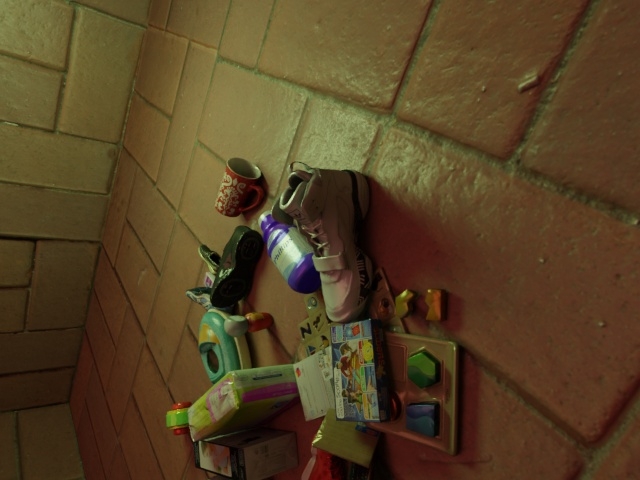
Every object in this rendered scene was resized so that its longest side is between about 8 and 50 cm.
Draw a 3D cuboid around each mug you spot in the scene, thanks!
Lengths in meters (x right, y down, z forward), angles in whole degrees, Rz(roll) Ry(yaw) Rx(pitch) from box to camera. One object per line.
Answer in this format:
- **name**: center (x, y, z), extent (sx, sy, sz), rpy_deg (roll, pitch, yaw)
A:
- **mug**: center (-0.267, -0.154, 1.421), extent (0.169, 0.113, 0.150), rpy_deg (-59, 45, 33)

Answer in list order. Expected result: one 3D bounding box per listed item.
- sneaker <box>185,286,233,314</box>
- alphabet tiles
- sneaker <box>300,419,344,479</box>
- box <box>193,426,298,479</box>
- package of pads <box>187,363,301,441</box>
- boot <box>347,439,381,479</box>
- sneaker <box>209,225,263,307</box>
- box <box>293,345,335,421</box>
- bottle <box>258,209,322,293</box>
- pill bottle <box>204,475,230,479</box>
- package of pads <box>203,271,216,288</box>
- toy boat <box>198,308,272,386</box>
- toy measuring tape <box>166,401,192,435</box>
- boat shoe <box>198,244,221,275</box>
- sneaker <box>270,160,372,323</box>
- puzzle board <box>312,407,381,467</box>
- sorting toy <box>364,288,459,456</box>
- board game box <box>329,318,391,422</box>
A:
- **sneaker**: center (-0.383, 0.210, 1.517), extent (0.211, 0.080, 0.081), rpy_deg (11, 103, 33)
- **alphabet tiles**: center (0.062, 0.218, 1.064), extent (0.342, 0.011, 0.284), rpy_deg (-41, 56, 40)
- **sneaker**: center (0.038, 0.523, 1.023), extent (0.128, 0.087, 0.221), rpy_deg (37, 126, 36)
- **box**: center (-0.214, 0.585, 1.236), extent (0.290, 0.169, 0.087), rpy_deg (-18, 75, 46)
- **package of pads**: center (-0.201, 0.435, 1.185), extent (0.296, 0.229, 0.101), rpy_deg (-46, 53, 38)
- **boot**: center (0.118, 0.530, 0.928), extent (0.082, 0.106, 0.219), rpy_deg (-41, 28, 45)
- **sneaker**: center (-0.276, 0.083, 1.421), extent (0.286, 0.109, 0.130), rpy_deg (-62, 35, 7)
- **box**: center (0.013, 0.343, 1.071), extent (0.186, 0.038, 0.145), rpy_deg (-39, 58, 40)
- **bottle**: center (-0.084, 0.018, 1.190), extent (0.118, 0.092, 0.282), rpy_deg (-55, 45, 16)
- **pill bottle**: center (-0.314, 0.817, 1.281), extent (0.408, 0.229, 0.228), rpy_deg (-43, 56, 39)
- **package of pads**: center (-0.391, 0.153, 1.594), extent (0.083, 0.032, 0.050), rpy_deg (38, 118, 45)
- **toy boat**: center (-0.282, 0.305, 1.347), extent (0.318, 0.148, 0.267), rpy_deg (-43, 62, 36)
- **toy measuring tape**: center (-0.464, 0.625, 1.570), extent (0.330, 0.122, 0.121), rpy_deg (-30, 64, 45)
- **boat shoe**: center (-0.387, 0.061, 1.587), extent (0.152, 0.056, 0.049), rpy_deg (48, 117, 30)
- **sneaker**: center (0.000, 0.000, 0.991), extent (0.138, 0.210, 0.365), rpy_deg (-10, 74, 49)
- **puzzle board**: center (0.059, 0.422, 0.956), extent (0.128, 0.096, 0.011), rpy_deg (10, 130, 22)
- **sorting toy**: center (0.171, 0.247, 0.892), extent (0.229, 0.041, 0.306), rpy_deg (0, 87, 46)
- **board game box**: center (0.080, 0.276, 0.940), extent (0.136, 0.035, 0.201), rpy_deg (-23, 64, 48)
